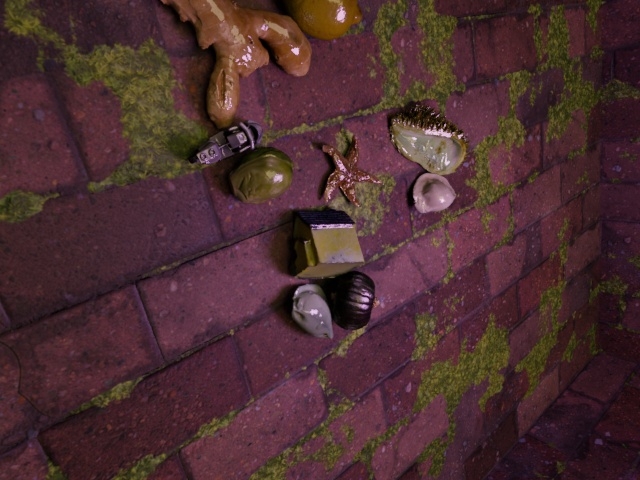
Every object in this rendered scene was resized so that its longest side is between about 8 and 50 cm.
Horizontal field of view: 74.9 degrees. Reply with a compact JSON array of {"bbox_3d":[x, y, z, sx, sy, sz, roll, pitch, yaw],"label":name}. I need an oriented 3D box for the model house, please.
[{"bbox_3d":[0.000,0.000,1.300,0.193,0.170,0.212,-2,71,-30],"label":"model house"}]

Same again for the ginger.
[{"bbox_3d":[-0.197,-0.519,1.048,0.363,0.122,0.348,-36,126,-15],"label":"ginger"}]

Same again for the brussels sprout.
[{"bbox_3d":[-0.154,-0.178,1.133,0.183,0.145,0.131,-19,83,-38],"label":"brussels sprout"}]

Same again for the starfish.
[{"bbox_3d":[0.087,-0.214,1.349,0.277,0.062,0.236,26,83,-39],"label":"starfish"}]

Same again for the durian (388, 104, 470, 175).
[{"bbox_3d":[0.400,-0.380,1.552,0.394,0.163,0.198,14,128,-33],"label":"durian"}]

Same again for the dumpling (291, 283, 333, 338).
[{"bbox_3d":[-0.011,0.222,1.326,0.149,0.104,0.217,-50,123,-19],"label":"dumpling"}]

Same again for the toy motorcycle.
[{"bbox_3d":[-0.230,-0.246,1.068,0.215,0.122,0.080,-36,113,-26],"label":"toy motorcycle"}]

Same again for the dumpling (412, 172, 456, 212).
[{"bbox_3d":[0.429,-0.185,1.586,0.181,0.111,0.155,-34,98,-52],"label":"dumpling"}]

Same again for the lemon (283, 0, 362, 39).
[{"bbox_3d":[-0.004,-0.650,1.132,0.248,0.184,0.184,16,89,-21],"label":"lemon"}]

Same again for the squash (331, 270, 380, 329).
[{"bbox_3d":[0.109,0.197,1.367,0.155,0.193,0.193,33,75,6],"label":"squash"}]
